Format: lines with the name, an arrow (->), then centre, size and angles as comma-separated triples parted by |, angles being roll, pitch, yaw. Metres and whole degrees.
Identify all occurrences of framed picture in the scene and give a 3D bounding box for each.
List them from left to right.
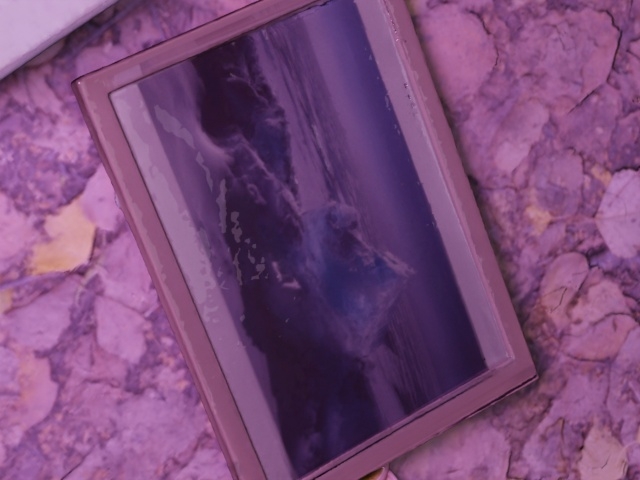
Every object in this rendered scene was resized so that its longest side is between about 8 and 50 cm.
framed picture -> 0.000, 0.000, 1.410 | 0.326, 0.028, 0.446 | -28, 105, -23

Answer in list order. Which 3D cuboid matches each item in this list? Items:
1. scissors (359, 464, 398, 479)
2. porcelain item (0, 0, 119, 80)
scissors -> -0.034, 0.145, 1.429 | 0.160, 0.024, 0.317 | -39, 111, -18
porcelain item -> -0.281, -0.269, 1.178 | 0.286, 0.157, 0.281 | -39, 110, -17
